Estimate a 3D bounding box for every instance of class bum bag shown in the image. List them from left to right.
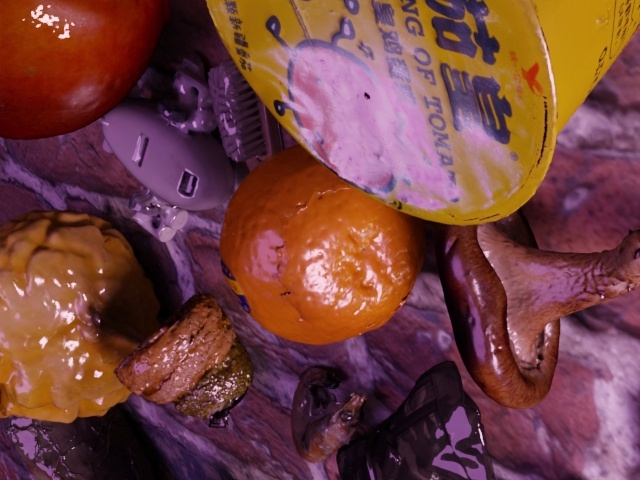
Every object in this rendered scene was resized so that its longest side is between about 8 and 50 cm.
[{"bbox_3d":[0.104,0.266,1.324,0.340,0.095,0.144,-51,53,53],"label":"bum bag"}]

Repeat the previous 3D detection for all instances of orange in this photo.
[{"bbox_3d":[0.001,0.002,1.179,0.193,0.219,0.219,-125,21,-69],"label":"orange"}]

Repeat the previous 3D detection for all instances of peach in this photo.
[{"bbox_3d":[-0.335,-0.297,1.339,0.406,0.310,0.335,126,131,-70],"label":"peach"}]

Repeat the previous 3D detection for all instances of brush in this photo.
[{"bbox_3d":[-0.082,-0.081,1.375,0.070,0.065,0.327,17,126,45],"label":"brush"}]

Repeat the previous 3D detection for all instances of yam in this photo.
[{"bbox_3d":[-0.408,0.415,2.024,0.271,0.201,0.202,60,177,18],"label":"yam"}]

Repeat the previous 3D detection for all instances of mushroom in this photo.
[{"bbox_3d":[0.222,0.046,1.010,0.217,0.148,0.227,-7,111,39],"label":"mushroom"}]

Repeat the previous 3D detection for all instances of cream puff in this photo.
[{"bbox_3d":[-0.175,0.186,1.586,0.169,0.183,0.183,47,146,-3],"label":"cream puff"}]

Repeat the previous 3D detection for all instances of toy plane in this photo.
[{"bbox_3d":[-0.201,-0.124,1.458,0.252,0.118,0.252,7,101,42],"label":"toy plane"}]

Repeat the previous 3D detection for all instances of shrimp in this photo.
[{"bbox_3d":[0.005,0.214,1.447,0.223,0.047,0.126,133,132,-57],"label":"shrimp"}]

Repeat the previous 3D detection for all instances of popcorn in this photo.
[{"bbox_3d":[-0.419,0.109,1.780,0.382,0.349,0.349,-133,28,-69],"label":"popcorn"}]

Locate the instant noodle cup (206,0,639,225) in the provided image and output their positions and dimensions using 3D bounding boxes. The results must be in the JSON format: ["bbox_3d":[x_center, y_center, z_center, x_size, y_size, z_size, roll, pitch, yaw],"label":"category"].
[{"bbox_3d":[0.103,-0.211,0.813,0.325,0.254,0.326,35,151,23],"label":"instant noodle cup"}]
